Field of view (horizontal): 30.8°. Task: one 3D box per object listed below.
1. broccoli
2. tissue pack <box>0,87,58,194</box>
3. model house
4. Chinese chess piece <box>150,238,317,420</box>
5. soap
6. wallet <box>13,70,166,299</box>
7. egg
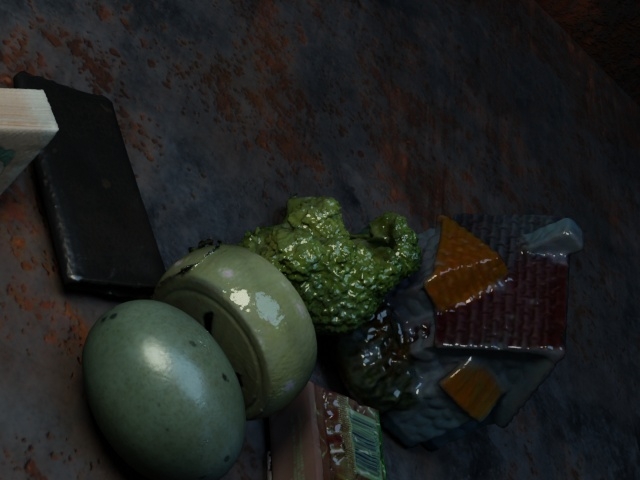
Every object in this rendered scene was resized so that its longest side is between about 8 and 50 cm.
[{"bbox_3d":[0.017,0.000,1.688,0.302,0.254,0.186,-64,156,-45],"label":"broccoli"},{"bbox_3d":[-0.457,-0.098,1.250,0.325,0.170,0.071,-7,64,-53],"label":"tissue pack"},{"bbox_3d":[0.242,0.103,1.790,0.297,0.339,0.360,50,33,-25],"label":"model house"},{"bbox_3d":[-0.114,0.114,1.454,0.092,0.237,0.238,-35,91,-39],"label":"Chinese chess piece"},{"bbox_3d":[0.019,0.330,1.555,0.217,0.098,0.273,26,44,-37],"label":"soap"},{"bbox_3d":[-0.307,-0.071,1.531,0.170,0.044,0.321,9,53,-49],"label":"wallet"},{"bbox_3d":[-0.183,0.180,1.362,0.169,0.169,0.237,-23,83,-56],"label":"egg"}]
